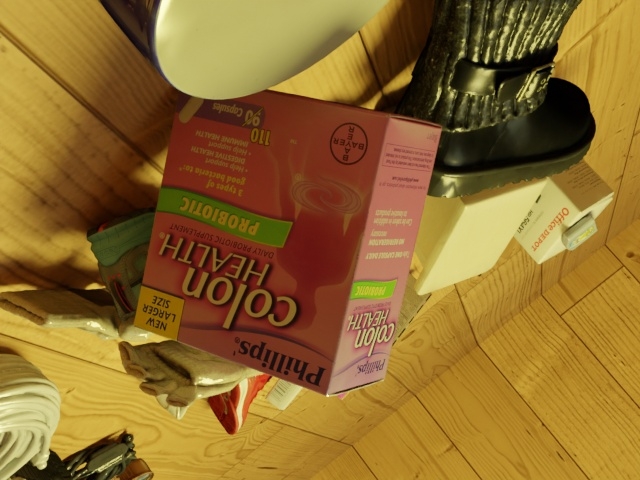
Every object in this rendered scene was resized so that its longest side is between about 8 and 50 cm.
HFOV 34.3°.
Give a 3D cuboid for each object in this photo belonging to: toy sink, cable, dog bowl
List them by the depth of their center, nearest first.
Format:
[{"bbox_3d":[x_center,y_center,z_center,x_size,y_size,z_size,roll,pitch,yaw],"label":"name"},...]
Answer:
[{"bbox_3d":[-0.037,-0.228,0.738,0.265,0.104,0.265,-34,161,-13],"label":"dog bowl"},{"bbox_3d":[-0.407,0.222,1.138,0.257,0.089,0.257,-19,153,-44],"label":"cable"},{"bbox_3d":[0.206,-0.049,1.557,0.153,0.131,0.234,-18,151,-25],"label":"toy sink"},{"bbox_3d":[-0.375,0.372,1.638,0.185,0.047,0.150,-30,165,-31],"label":"cable"}]

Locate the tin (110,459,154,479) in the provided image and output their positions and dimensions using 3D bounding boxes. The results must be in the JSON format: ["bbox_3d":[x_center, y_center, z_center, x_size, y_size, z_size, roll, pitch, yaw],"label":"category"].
[{"bbox_3d":[-0.377,0.443,1.801,0.190,0.040,0.106,-24,153,-37],"label":"tin"}]

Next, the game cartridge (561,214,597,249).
[{"bbox_3d":[0.387,-0.010,1.551,0.056,0.017,0.083,-36,161,9],"label":"game cartridge"}]

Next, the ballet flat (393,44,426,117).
[{"bbox_3d":[0.112,-0.147,1.202,0.057,0.049,0.173,-96,-150,-81],"label":"ballet flat"}]

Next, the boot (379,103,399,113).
[{"bbox_3d":[0.168,-0.135,1.367,0.229,0.091,0.263,-30,158,-21],"label":"boot"}]

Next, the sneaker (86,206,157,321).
[{"bbox_3d":[-0.140,0.036,1.110,0.104,0.125,0.262,-19,171,35],"label":"sneaker"}]

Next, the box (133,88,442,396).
[{"bbox_3d":[-0.032,-0.012,0.939,0.117,0.214,0.242,-3,107,-61],"label":"box"}]

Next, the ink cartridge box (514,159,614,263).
[{"bbox_3d":[0.327,-0.089,1.595,0.086,0.203,0.148,-27,158,-32],"label":"ink cartridge box"}]

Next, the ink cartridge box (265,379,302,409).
[{"bbox_3d":[0.012,0.165,1.754,0.206,0.045,0.208,-55,174,34],"label":"ink cartridge box"}]

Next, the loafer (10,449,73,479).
[{"bbox_3d":[-0.406,0.329,1.404,0.078,0.080,0.220,-38,162,-4],"label":"loafer"}]

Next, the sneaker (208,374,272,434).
[{"bbox_3d":[-0.112,0.248,1.761,0.128,0.087,0.221,-28,160,-26],"label":"sneaker"}]

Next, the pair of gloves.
[{"bbox_3d":[-0.186,0.103,1.058,0.042,0.240,0.204,-70,162,7],"label":"pair of gloves"}]

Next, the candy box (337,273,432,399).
[{"bbox_3d":[0.100,0.170,1.898,0.159,0.071,0.233,-51,175,33],"label":"candy box"}]

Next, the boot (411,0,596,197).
[{"bbox_3d":[0.233,-0.201,1.167,0.348,0.131,0.260,-22,135,-45],"label":"boot"}]

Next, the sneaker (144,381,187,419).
[{"bbox_3d":[-0.151,0.169,1.483,0.212,0.094,0.080,-43,160,14],"label":"sneaker"}]
